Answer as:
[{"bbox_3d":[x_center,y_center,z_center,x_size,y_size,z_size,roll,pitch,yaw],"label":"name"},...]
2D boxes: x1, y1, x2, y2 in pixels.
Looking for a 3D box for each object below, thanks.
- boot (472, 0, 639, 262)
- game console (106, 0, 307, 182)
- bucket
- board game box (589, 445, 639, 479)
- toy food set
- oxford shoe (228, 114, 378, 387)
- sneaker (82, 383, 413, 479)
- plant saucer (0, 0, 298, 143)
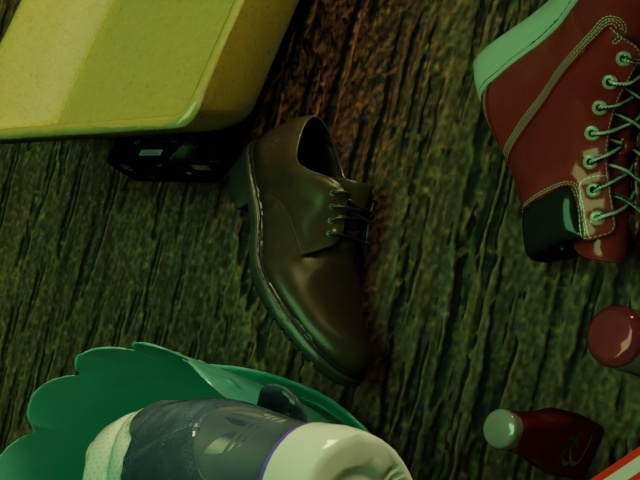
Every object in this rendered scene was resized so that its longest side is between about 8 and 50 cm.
[{"bbox_3d":[0.196,-0.088,0.982,0.244,0.088,0.176,-45,50,50],"label":"boot"},{"bbox_3d":[-0.152,-0.153,1.349,0.361,0.044,0.213,5,67,50],"label":"game console"},{"bbox_3d":[-0.083,0.216,1.098,0.281,0.183,0.281,-13,70,39],"label":"bucket"},{"bbox_3d":[0.189,0.194,0.868,0.193,0.045,0.147,-34,76,-2],"label":"board game box"},{"bbox_3d":[0.169,0.126,0.951,0.111,0.104,0.232,31,99,43],"label":"toy food set"},{"bbox_3d":[0.000,0.000,1.157,0.096,0.082,0.227,-35,56,27],"label":"oxford shoe"},{"bbox_3d":[-0.031,0.238,0.892,0.236,0.130,0.323,-2,111,45],"label":"sneaker"},{"bbox_3d":[-0.112,-0.208,1.239,0.332,0.081,0.333,2,63,50],"label":"plant saucer"}]
